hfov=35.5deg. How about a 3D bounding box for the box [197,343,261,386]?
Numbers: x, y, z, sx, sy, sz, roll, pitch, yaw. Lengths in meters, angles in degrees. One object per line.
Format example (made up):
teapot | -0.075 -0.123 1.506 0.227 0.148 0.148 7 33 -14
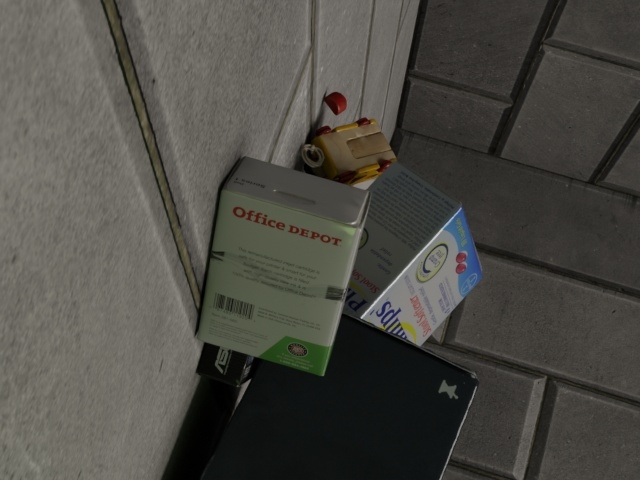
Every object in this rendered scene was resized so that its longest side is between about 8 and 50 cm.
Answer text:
box | -0.089 0.081 1.395 0.270 0.060 0.216 22 84 -85

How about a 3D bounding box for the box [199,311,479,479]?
box | -0.026 0.413 1.460 0.472 0.297 0.480 107 9 -63

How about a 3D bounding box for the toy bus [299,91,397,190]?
toy bus | 0.032 -0.137 1.714 0.104 0.202 0.191 -35 -147 44

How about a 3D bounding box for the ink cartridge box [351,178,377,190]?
ink cartridge box | 0.044 0.010 1.965 0.198 0.115 0.273 -172 -80 -71

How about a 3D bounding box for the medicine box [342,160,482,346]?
medicine box | 0.107 0.067 1.640 0.289 0.149 0.263 -47 150 -10

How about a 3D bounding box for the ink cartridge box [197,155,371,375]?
ink cartridge box | -0.043 0.030 1.155 0.092 0.160 0.219 -68 173 -57
